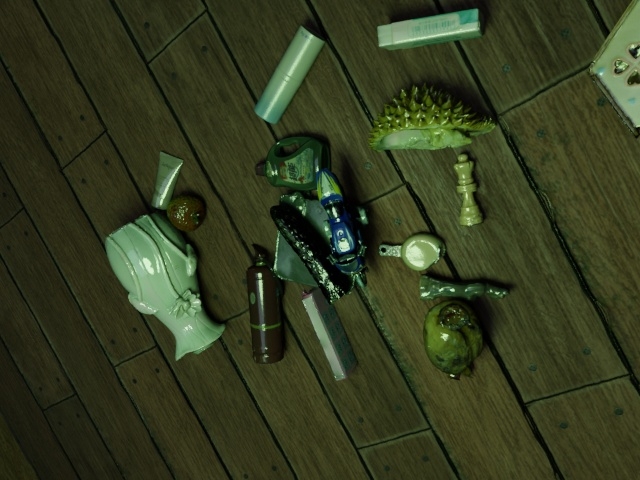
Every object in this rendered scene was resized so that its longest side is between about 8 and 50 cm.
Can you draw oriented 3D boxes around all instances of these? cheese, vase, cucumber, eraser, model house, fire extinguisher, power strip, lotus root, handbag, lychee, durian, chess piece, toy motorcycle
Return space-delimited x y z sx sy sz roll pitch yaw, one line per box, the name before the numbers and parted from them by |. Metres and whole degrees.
cheese | 0.237 0.034 1.355 0.171 0.047 0.092 -17 94 27
vase | -0.469 0.143 1.615 0.249 0.250 0.446 -26 97 28
cucumber | -0.031 0.025 1.374 0.081 0.072 0.304 -36 85 25
eraser | 0.250 -0.475 1.183 0.225 0.095 0.052 0 103 25
model house | 0.656 -0.321 1.014 0.244 0.169 0.327 3 103 31
fire extinguisher | -0.169 0.183 1.553 0.141 0.105 0.342 7 102 55
power strip | 0.028 0.257 1.476 0.037 0.109 0.279 -20 95 26
lotus root | 0.330 0.256 1.309 0.153 0.154 0.278 3 141 24
handbag | -0.001 0.001 1.439 0.247 0.079 0.260 12 106 20
lychee | -0.405 -0.083 1.583 0.146 0.114 0.114 20 113 43
durian | 0.248 -0.269 1.216 0.306 0.172 0.167 -5 126 17
chess piece | 0.352 -0.123 1.258 0.060 0.060 0.172 -7 99 26
toy motorcycle | 0.058 -0.024 1.286 0.113 0.169 0.316 -17 95 13

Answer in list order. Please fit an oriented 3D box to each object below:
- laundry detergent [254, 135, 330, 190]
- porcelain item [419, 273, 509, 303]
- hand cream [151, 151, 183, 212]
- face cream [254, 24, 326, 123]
laundry detergent | -0.085 -0.210 1.423 0.221 0.078 0.145 5 103 26
porcelain item | 0.359 0.122 1.306 0.215 0.081 0.069 1 87 23
hand cream | -0.485 -0.175 1.631 0.087 0.054 0.186 22 105 14
face cream | -0.082 -0.427 1.358 0.077 0.077 0.250 41 115 10
